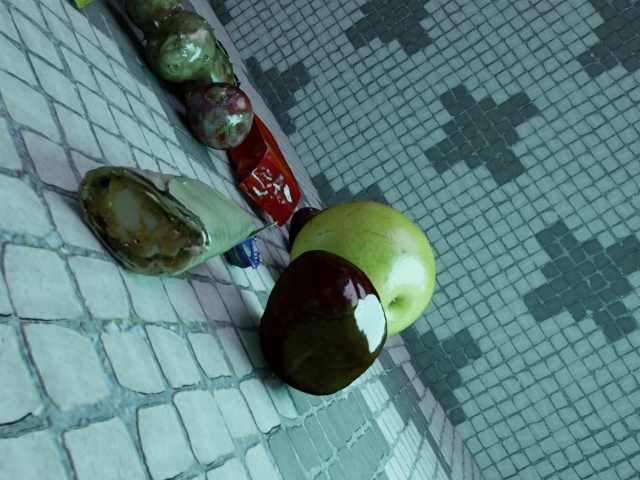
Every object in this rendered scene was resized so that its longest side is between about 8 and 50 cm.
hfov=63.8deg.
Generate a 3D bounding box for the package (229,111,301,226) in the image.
[{"bbox_3d":[-0.177,-0.232,1.489,0.196,0.123,0.424,49,11,-39],"label":"package"}]

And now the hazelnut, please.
[{"bbox_3d":[0.007,0.134,0.857,0.217,0.234,0.218,18,21,-7],"label":"hazelnut"}]

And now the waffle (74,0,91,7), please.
[{"bbox_3d":[-0.489,-0.550,1.001,0.160,0.055,0.211,53,10,-33],"label":"waffle"}]

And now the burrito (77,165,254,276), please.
[{"bbox_3d":[-0.191,-0.026,0.701,0.143,0.105,0.299,49,9,3],"label":"burrito"}]

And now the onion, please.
[{"bbox_3d":[-0.236,-0.284,1.248,0.195,0.159,0.160,81,-15,-58],"label":"onion"}]

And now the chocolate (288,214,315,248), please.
[{"bbox_3d":[0.000,0.000,1.500,0.177,0.176,0.177,57,8,-12],"label":"chocolate"}]

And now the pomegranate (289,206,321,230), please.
[{"bbox_3d":[-0.039,-0.030,1.649,0.129,0.129,0.160,23,79,-76],"label":"pomegranate"}]

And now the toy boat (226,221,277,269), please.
[{"bbox_3d":[-0.131,-0.012,0.976,0.091,0.110,0.175,51,13,-41],"label":"toy boat"}]

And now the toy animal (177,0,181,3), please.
[{"bbox_3d":[-0.459,-0.759,1.285,0.338,0.216,0.191,37,10,19],"label":"toy animal"}]

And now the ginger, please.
[{"bbox_3d":[-0.320,-0.455,1.276,0.256,0.176,0.375,59,5,33],"label":"ginger"}]

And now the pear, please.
[{"bbox_3d":[0.095,0.069,1.232,0.349,0.348,0.348,57,8,-12],"label":"pear"}]

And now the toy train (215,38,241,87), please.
[{"bbox_3d":[-0.332,-0.535,1.622,0.228,0.136,0.091,55,9,-9],"label":"toy train"}]
